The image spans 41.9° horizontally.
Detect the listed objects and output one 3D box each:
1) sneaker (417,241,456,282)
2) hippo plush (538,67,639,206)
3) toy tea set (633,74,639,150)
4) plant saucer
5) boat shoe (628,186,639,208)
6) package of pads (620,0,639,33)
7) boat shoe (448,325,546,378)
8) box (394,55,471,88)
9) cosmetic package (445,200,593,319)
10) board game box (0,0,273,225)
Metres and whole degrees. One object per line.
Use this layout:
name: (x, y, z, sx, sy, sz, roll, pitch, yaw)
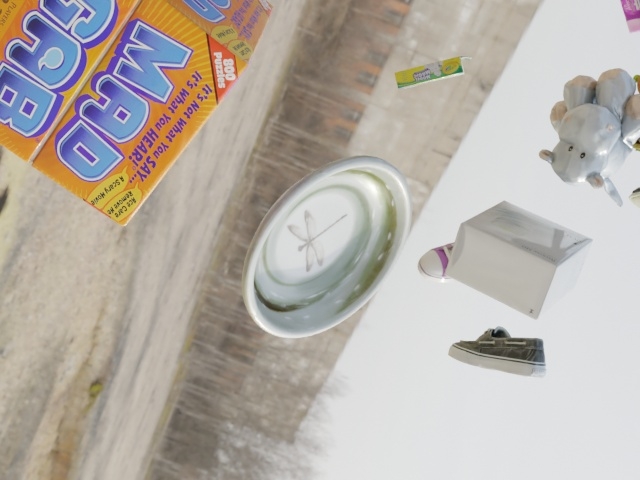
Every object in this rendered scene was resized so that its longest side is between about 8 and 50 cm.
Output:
sneaker: (0.379, 0.009, 2.064, 0.161, 0.282, 0.102, 97, -24, -55)
hippo plush: (0.559, -0.220, 1.805, 0.236, 0.234, 0.294, -23, 139, -42)
toy tea set: (0.730, -0.293, 1.821, 0.336, 0.124, 0.200, -16, -96, 43)
plant saucer: (0.000, 0.000, 1.624, 0.100, 0.400, 0.400, 41, -62, 39)
boat shoe: (0.748, -0.104, 1.731, 0.079, 0.084, 0.233, -58, -159, -21)
package of pads: (0.434, -0.324, 1.133, 0.050, 0.083, 0.032, 3, -141, 49)
boat shoe: (0.481, 0.291, 2.246, 0.335, 0.121, 0.119, 2, -99, 55)
box: (0.270, -0.396, 1.969, 0.105, 0.179, 0.043, -37, 113, -75)
cosmetic package: (0.430, 0.035, 1.811, 0.225, 0.224, 0.138, -25, 135, -50)
board game box: (-0.339, -0.322, 1.393, 0.356, 0.356, 0.356, -47, -164, 24)
